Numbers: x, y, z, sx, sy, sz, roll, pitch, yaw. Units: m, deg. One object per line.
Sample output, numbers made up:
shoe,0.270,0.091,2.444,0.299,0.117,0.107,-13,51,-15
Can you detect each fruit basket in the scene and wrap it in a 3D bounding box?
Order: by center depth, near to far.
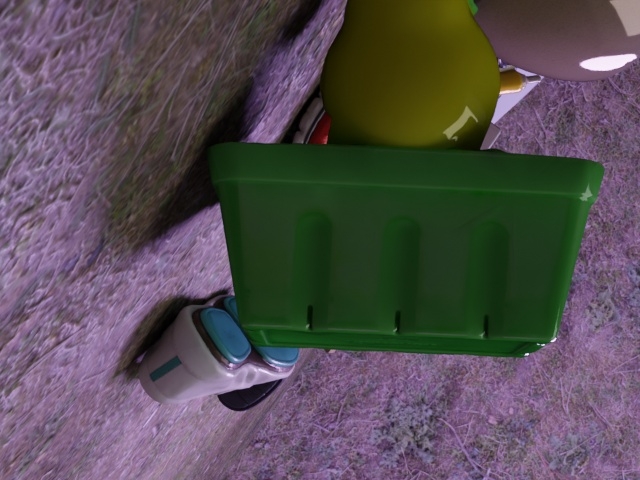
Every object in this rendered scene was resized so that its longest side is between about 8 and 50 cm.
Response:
fruit basket,0.078,-0.079,1.127,0.392,0.392,0.283,-54,173,-9

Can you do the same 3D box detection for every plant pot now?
plant pot,0.230,-0.319,1.276,0.191,0.284,0.284,-5,140,-34

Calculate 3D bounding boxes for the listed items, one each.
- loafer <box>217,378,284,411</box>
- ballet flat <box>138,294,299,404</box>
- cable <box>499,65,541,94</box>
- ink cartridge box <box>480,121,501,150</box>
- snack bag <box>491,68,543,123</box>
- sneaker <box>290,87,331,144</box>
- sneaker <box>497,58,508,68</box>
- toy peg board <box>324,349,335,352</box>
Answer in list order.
loafer,-0.077,0.159,1.971,0.302,0.109,0.095,-61,176,20
ballet flat,-0.138,0.148,1.508,0.139,0.139,0.400,-55,169,4
cable,0.178,-0.241,1.699,0.287,0.139,0.072,-26,-178,-11
ink cartridge box,0.161,-0.091,1.657,0.148,0.086,0.203,-54,177,-21
snack bag,0.344,-0.344,2.144,0.323,0.037,0.342,-43,153,-19
sneaker,0.060,-0.152,1.337,0.279,0.118,0.107,-56,172,11
sneaker,0.209,-0.285,1.596,0.330,0.147,0.130,-51,172,-20
toy peg board,-0.006,0.084,2.017,0.079,0.160,0.161,9,122,-44
